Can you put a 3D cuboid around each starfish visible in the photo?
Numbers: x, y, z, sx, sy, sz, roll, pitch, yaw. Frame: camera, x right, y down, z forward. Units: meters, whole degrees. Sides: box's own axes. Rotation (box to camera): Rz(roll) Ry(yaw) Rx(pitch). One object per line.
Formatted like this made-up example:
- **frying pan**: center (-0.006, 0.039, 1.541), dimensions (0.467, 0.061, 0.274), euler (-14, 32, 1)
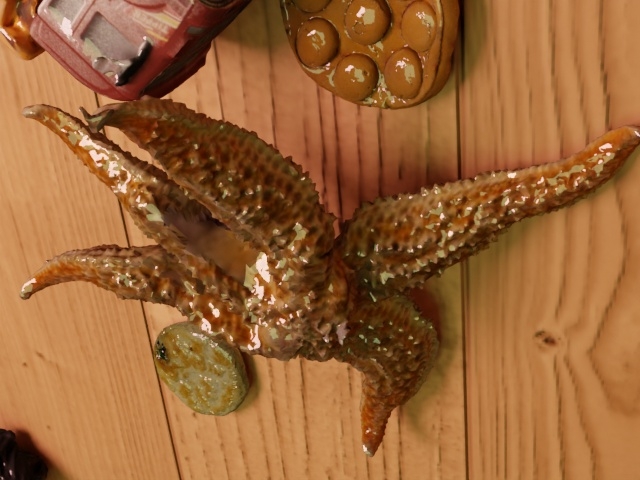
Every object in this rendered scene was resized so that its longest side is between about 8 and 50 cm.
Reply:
- **starfish**: center (-0.026, -0.001, 0.631), dimensions (0.293, 0.084, 0.301), euler (21, 138, -16)

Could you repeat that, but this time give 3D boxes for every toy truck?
- **toy truck**: center (-0.156, -0.196, 0.606), dimensions (0.270, 0.114, 0.135), euler (44, 130, -4)

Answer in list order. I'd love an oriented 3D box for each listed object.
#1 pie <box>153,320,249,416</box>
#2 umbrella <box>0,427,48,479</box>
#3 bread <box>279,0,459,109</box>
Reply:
- **pie**: center (-0.086, 0.093, 0.842), dimensions (0.085, 0.017, 0.085), euler (16, 128, 22)
- **umbrella**: center (-0.322, 0.273, 1.062), dimensions (0.272, 0.122, 0.110), euler (-55, 44, 47)
- **bread**: center (0.026, -0.118, 0.614), dimensions (0.110, 0.024, 0.110), euler (17, 129, 22)
